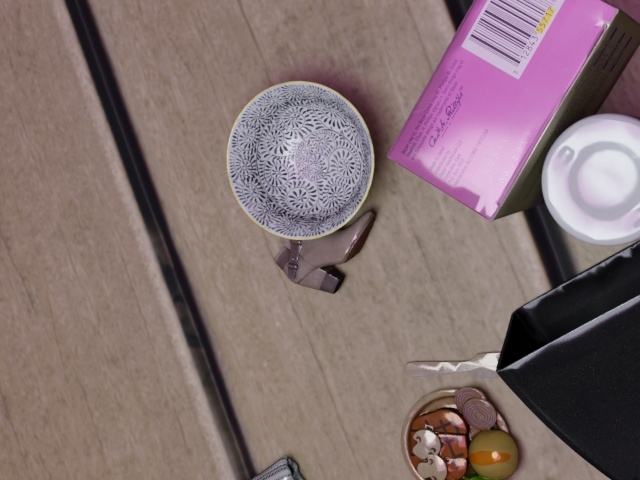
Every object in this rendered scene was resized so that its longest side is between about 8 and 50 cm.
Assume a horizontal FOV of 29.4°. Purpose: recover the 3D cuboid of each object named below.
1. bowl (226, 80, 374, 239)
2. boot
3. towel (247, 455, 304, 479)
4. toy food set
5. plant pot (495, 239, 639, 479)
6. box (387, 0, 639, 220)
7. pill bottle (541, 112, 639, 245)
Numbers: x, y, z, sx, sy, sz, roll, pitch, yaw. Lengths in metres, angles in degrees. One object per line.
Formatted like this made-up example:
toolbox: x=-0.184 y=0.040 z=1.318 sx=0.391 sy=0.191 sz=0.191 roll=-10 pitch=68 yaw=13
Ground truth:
bowl: x=-0.010 y=-0.088 z=1.336 sx=0.170 sy=0.080 sz=0.170 roll=2 pitch=95 yaw=21
boot: x=0.000 y=0.000 z=1.361 sx=0.087 sy=0.042 sz=0.118 roll=33 pitch=104 yaw=17
towel: x=-0.071 y=0.462 z=1.417 sx=0.312 sy=0.056 sz=0.324 roll=-35 pitch=83 yaw=19
toy food set: x=0.148 y=0.222 z=1.324 sx=0.132 sy=0.038 sz=0.192 roll=-7 pitch=92 yaw=21
plant pot: x=0.301 y=0.121 z=1.192 sx=0.188 sy=0.187 sz=0.167 roll=-31 pitch=95 yaw=19
box: x=0.195 y=-0.145 z=1.168 sx=0.117 sy=0.243 sz=0.214 roll=33 pitch=105 yaw=15
pill bottle: x=0.286 y=-0.060 z=1.159 sx=0.119 sy=0.208 sz=0.119 roll=2 pitch=95 yaw=21
